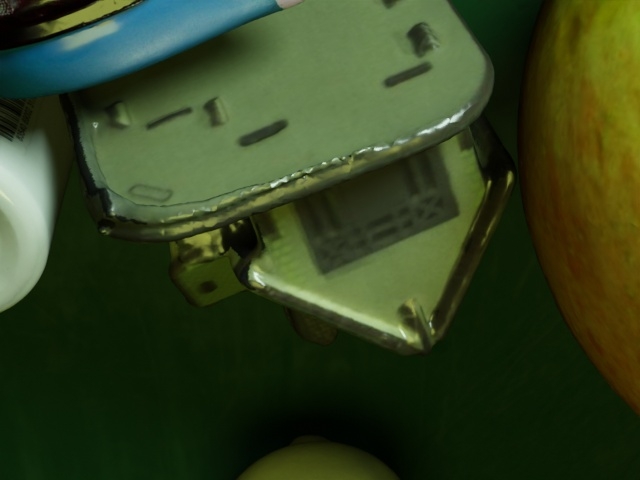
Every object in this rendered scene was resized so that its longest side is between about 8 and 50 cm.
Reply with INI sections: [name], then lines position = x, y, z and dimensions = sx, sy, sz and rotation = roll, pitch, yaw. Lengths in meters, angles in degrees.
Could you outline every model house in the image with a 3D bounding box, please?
[model house]
position = 0.000, 0.000, 0.832
dimensions = 0.204, 0.218, 0.279
rotation = -20, 130, -1

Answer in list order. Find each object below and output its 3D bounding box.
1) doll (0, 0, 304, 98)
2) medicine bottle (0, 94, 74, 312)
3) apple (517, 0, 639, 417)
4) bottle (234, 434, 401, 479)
[doll]
position = -0.151, -0.225, 0.666
dimensions = 0.240, 0.284, 0.310
rotation = -36, 121, -28
[medicine bottle]
position = -0.183, -0.048, 0.808
dimensions = 0.102, 0.187, 0.103
rotation = 0, 124, 0
[apple]
position = 0.253, -0.056, 0.714
dimensions = 0.339, 0.339, 0.340
rotation = 0, 123, 0
[bottle]
position = 0.022, 0.292, 1.042
dimensions = 0.171, 0.171, 0.351
rotation = -9, 121, 5
